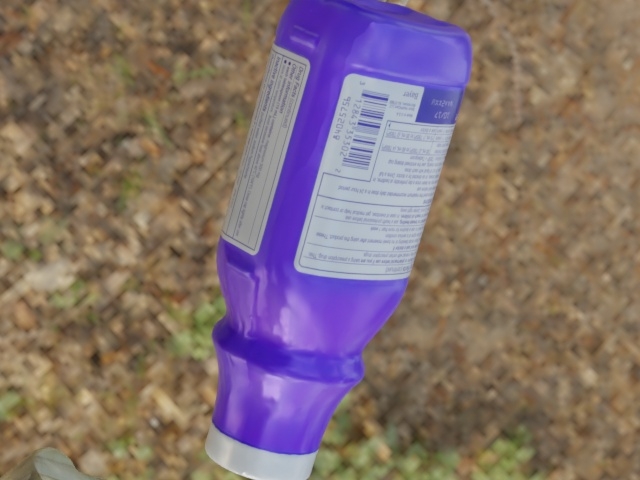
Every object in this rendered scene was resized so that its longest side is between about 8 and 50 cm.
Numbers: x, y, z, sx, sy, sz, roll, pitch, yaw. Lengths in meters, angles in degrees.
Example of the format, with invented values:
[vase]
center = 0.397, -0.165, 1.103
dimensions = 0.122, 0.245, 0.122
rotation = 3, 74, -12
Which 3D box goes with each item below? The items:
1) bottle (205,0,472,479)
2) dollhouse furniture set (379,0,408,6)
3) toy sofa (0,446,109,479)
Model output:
[bottle]
center = 0.000, 0.000, 1.053
dimensions = 0.118, 0.092, 0.283
rotation = 3, 108, -44
[dollhouse furniture set]
center = -0.016, -0.294, 1.588
dimensions = 0.262, 0.259, 0.135
rotation = 34, 82, -16
[toy sofa]
center = -0.143, 0.293, 0.874
dimensions = 0.177, 0.362, 0.150
rotation = 19, 136, -37
